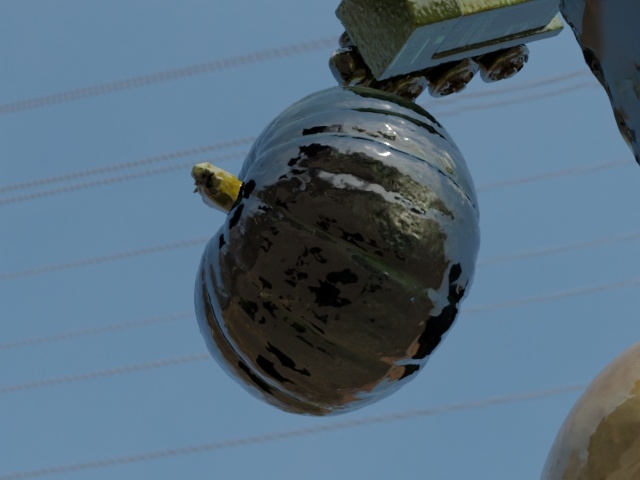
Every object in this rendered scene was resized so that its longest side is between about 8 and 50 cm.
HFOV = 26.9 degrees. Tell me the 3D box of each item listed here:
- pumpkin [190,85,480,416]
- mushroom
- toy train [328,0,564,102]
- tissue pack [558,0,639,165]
[{"bbox_3d":[0.000,0.000,0.983,0.216,0.250,0.250,30,-64,-9],"label":"pumpkin"},{"bbox_3d":[0.341,0.220,1.109,0.290,0.292,0.292,34,-55,33],"label":"mushroom"},{"bbox_3d":[0.114,-0.185,1.113,0.090,0.225,0.137,60,-34,16],"label":"toy train"},{"bbox_3d":[0.325,-0.130,0.500,0.264,0.253,0.416,-14,-14,-26],"label":"tissue pack"}]
